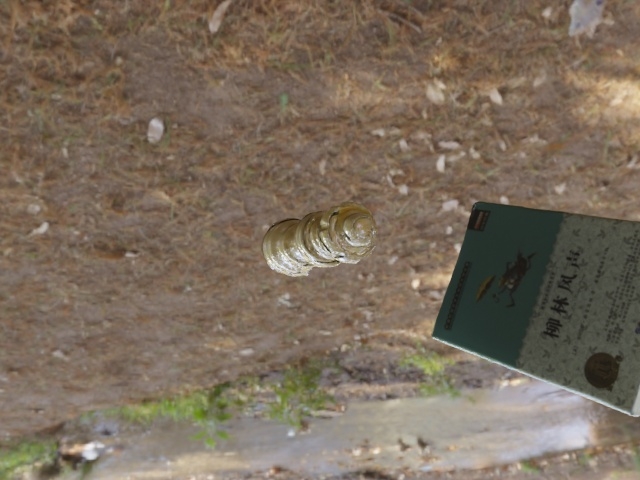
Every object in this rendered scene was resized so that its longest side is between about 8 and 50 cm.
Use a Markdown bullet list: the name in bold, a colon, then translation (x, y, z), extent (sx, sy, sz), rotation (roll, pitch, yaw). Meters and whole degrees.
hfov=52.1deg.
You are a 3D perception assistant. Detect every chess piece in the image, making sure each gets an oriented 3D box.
- **chess piece**: translation (0.001, 0.000, 0.576), extent (0.060, 0.060, 0.172), rotation (9, 172, -21)

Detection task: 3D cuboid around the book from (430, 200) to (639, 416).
- **book**: translation (0.347, 0.080, 1.009), extent (0.031, 0.264, 0.379), rotation (22, 175, -36)
